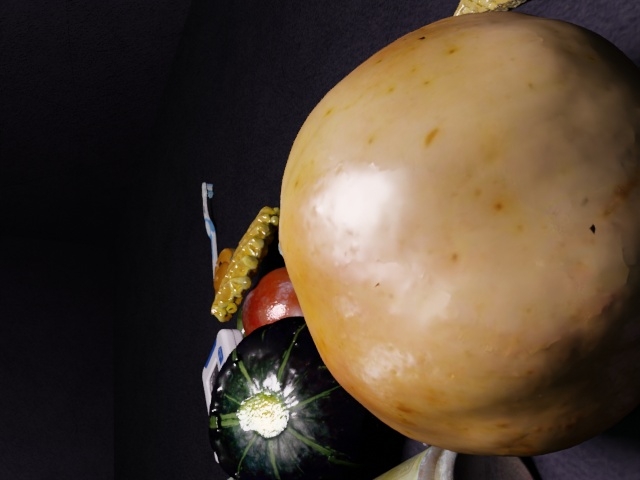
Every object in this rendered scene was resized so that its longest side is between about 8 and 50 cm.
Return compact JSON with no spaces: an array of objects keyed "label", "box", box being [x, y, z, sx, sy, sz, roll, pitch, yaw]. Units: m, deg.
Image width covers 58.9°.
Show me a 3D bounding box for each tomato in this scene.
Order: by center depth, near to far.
[{"label":"tomato","box":[-0.106,0.157,1.204,0.199,0.112,0.228,-125,53,-67]}]

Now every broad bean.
[{"label":"broad bean","box":[-0.191,0.228,1.443,0.061,0.046,0.196,29,110,57]}]

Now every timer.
[{"label":"timer","box":[-0.191,0.337,1.242,0.178,0.078,0.254,-65,32,33]}]

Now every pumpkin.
[{"label":"pumpkin","box":[-0.021,0.274,0.942,0.295,0.295,0.296,-25,61,57]}]

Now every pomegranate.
[{"label":"pomegranate","box":[0.163,-0.015,0.546,0.411,0.411,0.412,-25,61,57]}]

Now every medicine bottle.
[{"label":"medicine bottle","box":[0.120,0.367,0.720,0.322,0.151,0.151,-52,40,43]}]

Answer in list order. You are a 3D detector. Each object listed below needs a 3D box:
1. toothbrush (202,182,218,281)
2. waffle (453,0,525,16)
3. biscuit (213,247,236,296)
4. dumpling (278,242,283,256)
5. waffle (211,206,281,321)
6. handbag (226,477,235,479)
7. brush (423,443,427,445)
[{"label":"toothbrush","box":[-0.354,-0.029,1.816,0.040,0.040,0.386,-49,43,45]},{"label":"waffle","box":[0.246,-0.328,0.809,0.153,0.023,0.098,57,133,50]},{"label":"biscuit","box":[-0.268,0.100,1.613,0.170,0.050,0.171,-22,65,58]},{"label":"dumpling","box":[0.006,-0.014,1.030,0.219,0.152,0.108,9,93,56]},{"label":"waffle","box":[-0.174,0.047,1.321,0.283,0.065,0.309,-60,8,16]},{"label":"handbag","box":[-0.294,0.585,1.150,0.317,0.415,0.180,-54,49,41]},{"label":"brush","box":[0.117,0.200,0.916,0.272,0.013,0.103,44,121,57]}]
